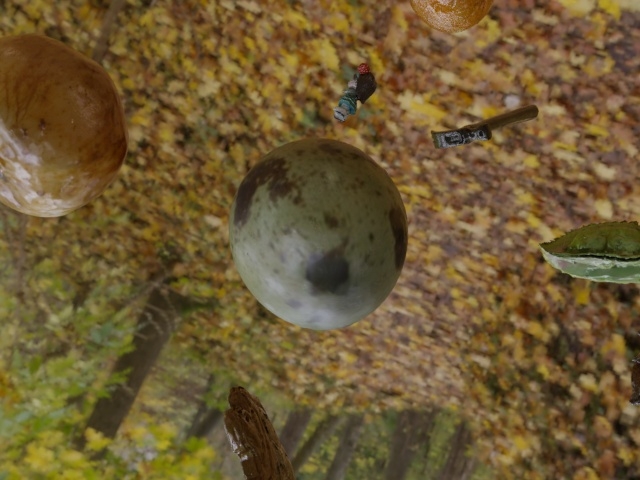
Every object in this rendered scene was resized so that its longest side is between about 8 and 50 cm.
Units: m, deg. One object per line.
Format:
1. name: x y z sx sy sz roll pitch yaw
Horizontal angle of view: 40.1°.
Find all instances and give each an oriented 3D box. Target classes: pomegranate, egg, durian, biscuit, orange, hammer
1. pomegranate: -0.379 -0.151 1.173 0.248 0.248 0.248 21 165 6
2. egg: 0.000 0.000 1.707 0.345 0.345 0.428 16 142 23
3. durian: 0.702 0.042 2.068 0.352 0.158 0.169 1 -166 23
4. biscuit: -0.086 0.330 1.361 0.041 0.208 0.290 -20 144 3
5. orange: 0.279 -0.530 1.840 0.193 0.193 0.161 35 166 -38
6. hammer: 0.420 -0.279 2.108 0.168 0.044 0.440 -5 -169 39

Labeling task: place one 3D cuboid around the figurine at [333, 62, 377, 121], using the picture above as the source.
1. figurine: 0.060 -0.264 1.572 0.047 0.106 0.060 24 162 37

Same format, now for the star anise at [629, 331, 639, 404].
1. star anise: 0.679 0.230 1.700 0.214 0.220 0.099 5 -174 -41
